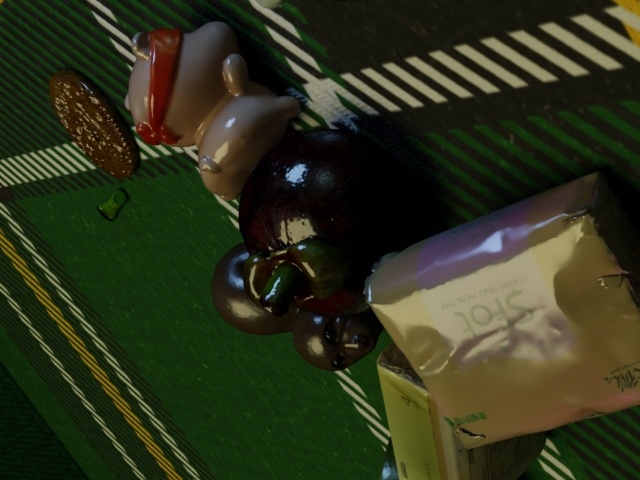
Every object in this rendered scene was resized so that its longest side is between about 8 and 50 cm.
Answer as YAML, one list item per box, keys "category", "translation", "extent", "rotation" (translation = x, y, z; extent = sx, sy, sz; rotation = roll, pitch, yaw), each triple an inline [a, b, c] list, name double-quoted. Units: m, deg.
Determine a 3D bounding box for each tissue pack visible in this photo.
- category: "tissue pack"
  translation: [0.201, 0.071, 1.319]
  extent: [0.256, 0.123, 0.215]
  rotation: [-23, 107, 34]
- category: "tissue pack"
  translation: [0.163, 0.180, 1.560]
  extent: [0.125, 0.159, 0.234]
  rotation: [30, 150, 33]

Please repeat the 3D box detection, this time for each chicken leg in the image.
- category: "chicken leg"
  translation: [-0.031, -0.109, 1.638]
  extent: [0.083, 0.021, 0.036]
  rotation: [49, 148, 9]

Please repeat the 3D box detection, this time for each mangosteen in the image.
- category: "mangosteen"
  translation: [0.001, -0.007, 1.506]
  extent: [0.216, 0.216, 0.216]
  rotation: [38, 153, 23]

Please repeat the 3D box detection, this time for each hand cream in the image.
- category: "hand cream"
  translation: [-0.331, -0.055, 2.214]
  extent: [0.036, 0.023, 0.122]
  rotation: [40, 158, -7]

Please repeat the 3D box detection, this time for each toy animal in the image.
- category: "toy animal"
  translation: [-0.137, -0.156, 1.599]
  extent: [0.197, 0.171, 0.171]
  rotation: [41, 155, 5]

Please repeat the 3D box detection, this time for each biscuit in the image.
- category: "biscuit"
  translation: [-0.338, -0.170, 2.057]
  extent: [0.188, 0.027, 0.188]
  rotation: [39, 154, 23]

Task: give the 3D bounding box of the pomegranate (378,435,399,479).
- category: "pomegranate"
  translation: [0.159, 0.304, 1.778]
  extent: [0.159, 0.241, 0.190]
  rotation: [4, 166, 11]

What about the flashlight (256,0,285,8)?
- category: "flashlight"
  translation: [-0.025, -0.278, 1.359]
  extent: [0.200, 0.047, 0.093]
  rotation: [4, 130, 54]

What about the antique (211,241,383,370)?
- category: "antique"
  translation: [-0.028, 0.078, 1.761]
  extent: [0.257, 0.143, 0.121]
  rotation: [31, 148, 30]
